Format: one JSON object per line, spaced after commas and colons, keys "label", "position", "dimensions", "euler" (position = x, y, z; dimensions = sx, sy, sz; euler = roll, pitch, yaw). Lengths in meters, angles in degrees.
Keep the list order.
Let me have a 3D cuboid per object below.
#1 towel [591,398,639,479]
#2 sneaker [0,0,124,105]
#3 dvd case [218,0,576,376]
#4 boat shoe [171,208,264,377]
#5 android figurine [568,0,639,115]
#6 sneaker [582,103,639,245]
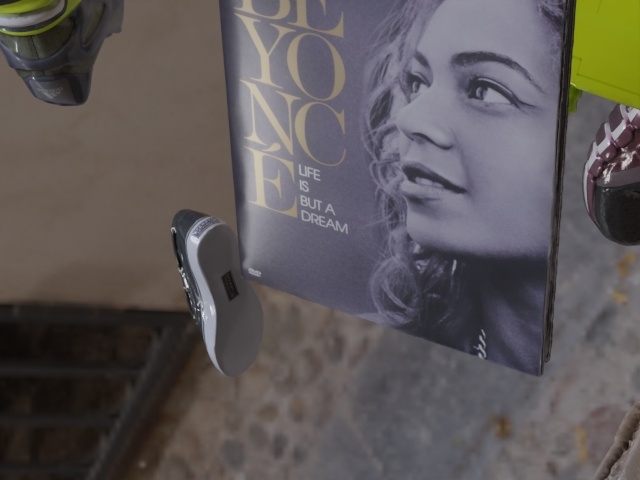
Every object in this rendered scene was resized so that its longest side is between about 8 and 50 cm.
{"label": "towel", "position": [0.235, 0.201, 0.946], "dimensions": [0.187, 0.282, 0.049], "euler": [47, 126, -2]}
{"label": "sneaker", "position": [-0.188, -0.209, 1.144], "dimensions": [0.300, 0.111, 0.121], "euler": [-82, -15, -50]}
{"label": "dvd case", "position": [0.030, -0.049, 0.705], "dimensions": [0.164, 0.018, 0.221], "euler": [18, 131, 24]}
{"label": "boat shoe", "position": [-0.075, 0.036, 1.142], "dimensions": [0.040, 0.049, 0.142], "euler": [31, 143, 40]}
{"label": "android figurine", "position": [0.194, -0.183, 0.840], "dimensions": [0.248, 0.056, 0.273], "euler": [20, 105, 20]}
{"label": "sneaker", "position": [0.293, -0.052, 1.219], "dimensions": [0.281, 0.106, 0.162], "euler": [109, 155, -47]}
